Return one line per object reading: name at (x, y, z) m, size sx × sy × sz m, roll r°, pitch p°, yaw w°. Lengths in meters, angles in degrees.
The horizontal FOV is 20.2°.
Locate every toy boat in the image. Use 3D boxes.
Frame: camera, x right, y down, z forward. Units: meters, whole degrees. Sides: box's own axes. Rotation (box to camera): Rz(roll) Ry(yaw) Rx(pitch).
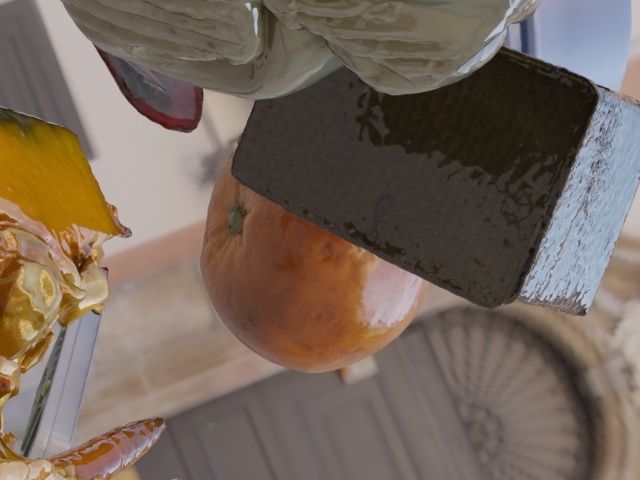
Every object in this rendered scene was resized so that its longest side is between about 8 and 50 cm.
toy boat at (-0.169, -0.178, 1.435) m, size 0.219 × 0.072 × 0.318 m, roll 54°, pitch 5°, yaw 4°

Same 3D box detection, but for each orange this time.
orange at (0.000, 0.000, 1.893) m, size 0.284 × 0.226 × 0.283 m, roll -170°, pitch -90°, yaw -66°

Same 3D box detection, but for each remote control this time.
remote control at (-0.220, 0.137, 1.495) m, size 0.250 × 0.034 × 0.103 m, roll -89°, pitch -158°, yaw -62°

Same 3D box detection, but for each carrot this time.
carrot at (-0.186, 0.165, 1.115) m, size 0.061 × 0.257 × 0.061 m, roll 15°, pitch -67°, yaw 39°

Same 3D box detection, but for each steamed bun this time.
steamed bun at (-0.012, -0.276, 1.122) m, size 0.343 × 0.255 × 0.367 m, roll 12°, pitch -32°, yaw 20°

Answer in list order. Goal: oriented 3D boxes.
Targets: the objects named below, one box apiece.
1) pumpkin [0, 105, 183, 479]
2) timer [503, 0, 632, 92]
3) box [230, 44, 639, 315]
pumpkin at (-0.210, 0.078, 0.797) m, size 0.303 × 0.256 × 0.225 m, roll 68°, pitch 12°, yaw 17°
timer at (0.144, -0.257, 1.668) m, size 0.395 × 0.173 × 0.395 m, roll 45°, pitch -37°, yaw 47°
box at (0.096, -0.070, 1.394) m, size 0.273 × 0.184 × 0.143 m, roll 25°, pitch 6°, yaw 30°
